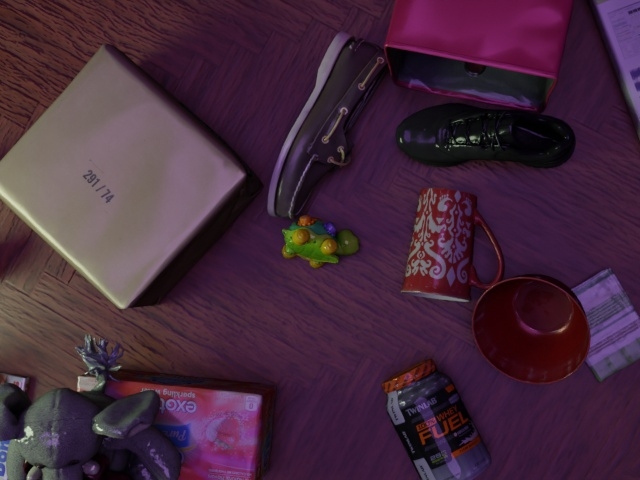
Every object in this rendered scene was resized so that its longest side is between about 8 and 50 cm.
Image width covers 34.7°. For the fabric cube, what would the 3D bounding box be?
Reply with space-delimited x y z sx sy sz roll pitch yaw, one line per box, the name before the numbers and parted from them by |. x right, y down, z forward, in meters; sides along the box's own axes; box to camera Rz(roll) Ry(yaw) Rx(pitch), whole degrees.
fabric cube | 0.252 -0.364 1.562 0.254 0.259 0.258 11 87 8

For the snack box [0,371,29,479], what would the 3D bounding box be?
snack box | -0.544 0.315 1.742 0.064 0.022 0.178 9 88 6

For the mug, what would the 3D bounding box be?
mug | 0.211 0.010 1.634 0.150 0.113 0.169 8 84 -11

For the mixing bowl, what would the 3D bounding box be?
mixing bowl | 0.338 0.122 1.596 0.182 0.098 0.181 10 116 22

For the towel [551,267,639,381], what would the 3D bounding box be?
towel | 0.452 0.135 1.639 0.113 0.023 0.152 -31 87 7

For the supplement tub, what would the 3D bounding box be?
supplement tub | 0.178 0.290 1.613 0.117 0.117 0.190 -28 85 5

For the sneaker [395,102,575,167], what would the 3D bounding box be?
sneaker | 0.261 -0.171 1.617 0.287 0.130 0.109 0 90 8

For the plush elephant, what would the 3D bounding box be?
plush elephant | -0.348 0.303 1.459 0.272 0.255 0.329 -3 88 8

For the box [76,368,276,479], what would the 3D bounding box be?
box | -0.233 0.299 1.647 0.300 0.142 0.154 6 89 7

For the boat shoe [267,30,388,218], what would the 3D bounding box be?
boat shoe | 0.013 -0.176 1.654 0.097 0.116 0.324 23 85 10

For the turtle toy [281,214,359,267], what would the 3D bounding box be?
turtle toy | 0.000 0.000 1.665 0.130 0.095 0.066 19 66 -11

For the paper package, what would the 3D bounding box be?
paper package | -0.313 -0.096 1.661 0.325 0.168 0.309 42 93 7

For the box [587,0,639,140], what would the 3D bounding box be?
box | 0.574 -0.326 1.624 0.232 0.058 0.321 -19 87 5
